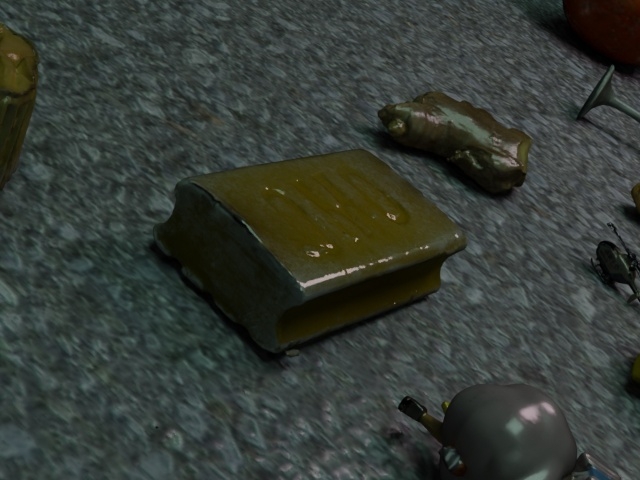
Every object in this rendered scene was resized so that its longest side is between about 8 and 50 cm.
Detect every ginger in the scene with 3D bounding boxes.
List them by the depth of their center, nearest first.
[{"bbox_3d":[0.172,-0.136,1.446,0.213,0.074,0.137,20,30,-5],"label":"ginger"}]

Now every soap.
[{"bbox_3d":[0.000,0.000,1.065,0.173,0.089,0.274,42,31,22],"label":"soap"}]

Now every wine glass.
[{"bbox_3d":[0.599,-0.203,1.850,0.309,0.096,0.264,32,44,5],"label":"wine glass"}]

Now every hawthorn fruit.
[{"bbox_3d":[0.587,-0.468,2.134,0.284,0.284,0.284,22,30,-13],"label":"hawthorn fruit"}]

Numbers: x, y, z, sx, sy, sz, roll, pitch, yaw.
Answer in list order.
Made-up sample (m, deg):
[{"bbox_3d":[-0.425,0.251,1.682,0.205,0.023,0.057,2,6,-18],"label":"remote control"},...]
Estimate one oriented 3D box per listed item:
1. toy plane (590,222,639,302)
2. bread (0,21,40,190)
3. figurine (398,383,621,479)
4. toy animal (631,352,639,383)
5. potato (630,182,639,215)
[{"bbox_3d":[0.365,0.038,1.366,0.031,0.049,0.120,-7,62,-46],"label":"toy plane"},{"bbox_3d":[-0.353,-0.129,0.908,0.250,0.133,0.179,22,29,-16],"label":"bread"},{"bbox_3d":[0.171,0.186,0.911,0.229,0.112,0.137,39,24,-2],"label":"figurine"},{"bbox_3d":[0.451,0.139,1.185,0.230,0.156,0.156,19,23,28],"label":"toy animal"},{"bbox_3d":[0.469,-0.053,1.583,0.083,0.062,0.068,39,-9,-30],"label":"potato"}]
